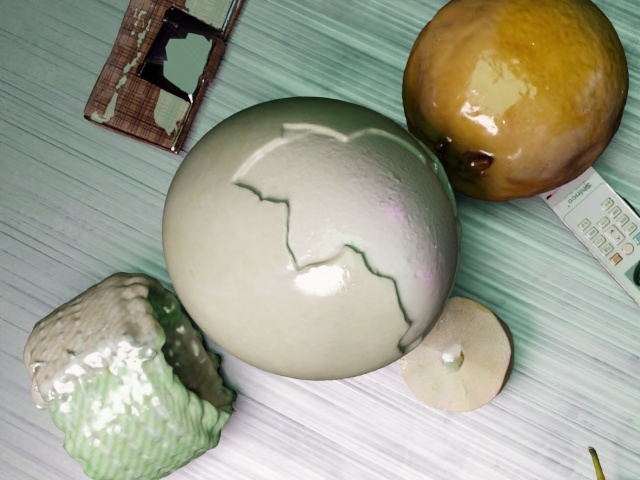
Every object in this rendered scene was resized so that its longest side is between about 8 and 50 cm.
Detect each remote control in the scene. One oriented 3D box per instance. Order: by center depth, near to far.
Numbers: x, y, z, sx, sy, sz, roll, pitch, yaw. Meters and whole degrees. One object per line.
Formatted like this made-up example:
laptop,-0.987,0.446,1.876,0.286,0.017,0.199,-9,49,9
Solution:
remote control,0.302,-0.009,1.670,0.065,0.029,0.166,-42,82,3

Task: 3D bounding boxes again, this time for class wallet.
wallet,-0.167,-0.220,1.782,0.124,0.042,0.230,21,86,15

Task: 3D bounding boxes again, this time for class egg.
egg,0.000,0.000,1.564,0.336,0.278,0.278,23,88,56

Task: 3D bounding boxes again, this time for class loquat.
loquat,0.196,-0.153,1.627,0.238,0.193,0.238,3,76,-11

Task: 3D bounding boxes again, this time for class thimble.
thimble,-0.196,0.141,1.656,0.150,0.219,0.219,-33,79,8

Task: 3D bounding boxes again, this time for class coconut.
coconut,0.139,0.117,1.640,0.116,0.122,0.116,-1,84,10

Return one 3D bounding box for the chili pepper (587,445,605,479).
chili pepper,0.293,0.298,1.616,0.072,0.073,0.204,-2,95,-7
